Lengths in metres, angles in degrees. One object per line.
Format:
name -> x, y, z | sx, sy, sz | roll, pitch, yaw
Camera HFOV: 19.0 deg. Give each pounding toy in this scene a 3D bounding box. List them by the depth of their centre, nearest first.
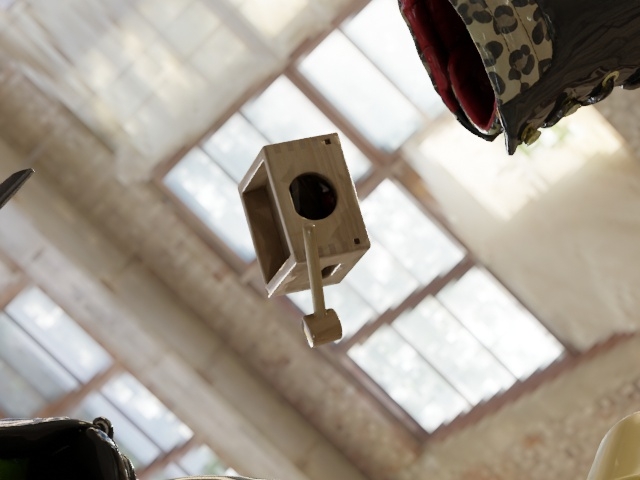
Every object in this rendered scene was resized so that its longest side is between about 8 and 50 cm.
pounding toy -> 0.004, 0.002, 1.924 | 0.094, 0.206, 0.181 | -12, 165, -19

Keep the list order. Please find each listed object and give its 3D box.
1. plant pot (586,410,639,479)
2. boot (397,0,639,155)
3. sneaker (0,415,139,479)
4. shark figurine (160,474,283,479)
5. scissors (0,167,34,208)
plant pot -> 0.368, 0.311, 2.012 | 0.254, 0.254, 0.239 | -39, -161, 31
boot -> 0.147, -0.079, 0.890 | 0.178, 0.236, 0.085 | -35, -159, -19
sneaker -> -0.142, 0.163, 1.000 | 0.147, 0.330, 0.129 | -8, -107, 32
shark figurine -> -0.111, 0.164, 0.682 | 0.278, 0.166, 0.116 | -53, 170, -33
scissors -> -0.294, 0.061, 1.237 | 0.297, 0.021, 0.109 | -27, -124, 16
